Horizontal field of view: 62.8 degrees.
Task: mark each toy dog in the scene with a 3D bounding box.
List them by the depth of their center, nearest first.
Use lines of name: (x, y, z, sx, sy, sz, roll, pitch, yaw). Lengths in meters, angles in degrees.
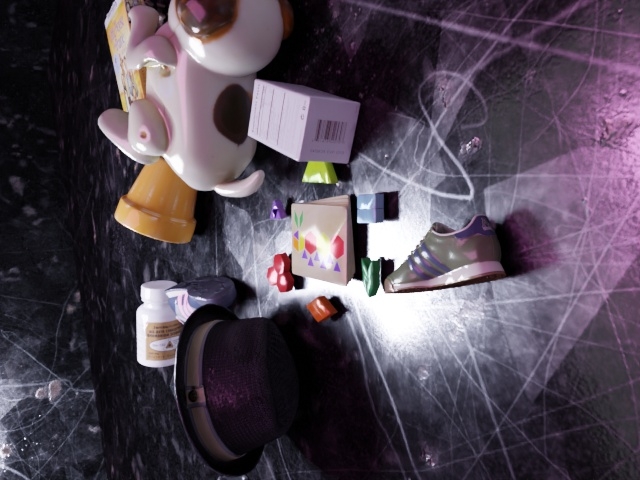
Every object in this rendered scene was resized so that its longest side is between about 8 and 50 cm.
toy dog: (-0.223, -0.319, 1.012, 0.395, 0.284, 0.408, 54, 133, 29)

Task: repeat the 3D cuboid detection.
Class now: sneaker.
sneaker: (0.157, 0.020, 0.696, 0.192, 0.064, 0.086, -20, 70, 53)
sneaker: (-0.285, 0.166, 1.314, 0.319, 0.112, 0.131, -3, 107, 57)

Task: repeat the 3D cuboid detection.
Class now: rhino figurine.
rhino figurine: (-0.490, -0.637, 1.529, 0.243, 0.073, 0.106, 51, 129, 41)

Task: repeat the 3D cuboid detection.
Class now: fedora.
fedora: (-0.136, 0.271, 1.019, 0.152, 0.334, 0.335, -18, 76, 19)

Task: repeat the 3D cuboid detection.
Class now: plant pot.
plant pot: (-0.408, -0.119, 1.379, 0.205, 0.205, 0.188, 33, 104, 48)

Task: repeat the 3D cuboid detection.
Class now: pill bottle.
pill bottle: (-0.470, 0.241, 1.538, 0.131, 0.131, 0.230, 15, 106, 53)

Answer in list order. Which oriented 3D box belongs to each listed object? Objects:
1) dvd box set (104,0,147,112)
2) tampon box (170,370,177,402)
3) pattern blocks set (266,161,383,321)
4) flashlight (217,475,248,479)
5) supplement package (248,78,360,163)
dvd box set: (-0.541, -0.470, 1.548, 0.307, 0.062, 0.421, 9, 110, 59)
tampon box: (-0.242, 0.318, 1.197, 0.101, 0.160, 0.121, 52, 134, 38)
pattern blocks set: (0.000, 0.000, 0.940, 0.324, 0.026, 0.286, 21, 111, 52)
flashlight: (-0.220, 0.722, 1.265, 0.103, 0.103, 0.305, 13, 105, 26)
supplement package: (-0.034, -0.206, 0.899, 0.179, 0.105, 0.105, 35, 121, 48)
